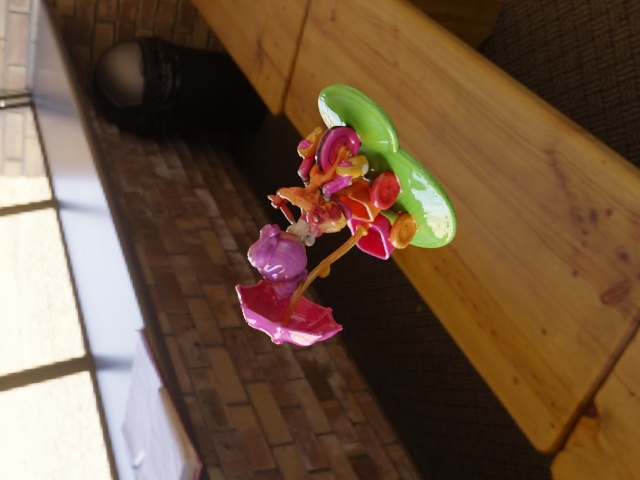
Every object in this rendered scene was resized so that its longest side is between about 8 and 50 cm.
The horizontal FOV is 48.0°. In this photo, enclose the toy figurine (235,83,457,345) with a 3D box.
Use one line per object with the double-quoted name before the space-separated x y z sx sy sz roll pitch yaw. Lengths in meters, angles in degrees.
"toy figurine" 0.000 0.000 0.536 0.130 0.159 0.173 24 154 39
